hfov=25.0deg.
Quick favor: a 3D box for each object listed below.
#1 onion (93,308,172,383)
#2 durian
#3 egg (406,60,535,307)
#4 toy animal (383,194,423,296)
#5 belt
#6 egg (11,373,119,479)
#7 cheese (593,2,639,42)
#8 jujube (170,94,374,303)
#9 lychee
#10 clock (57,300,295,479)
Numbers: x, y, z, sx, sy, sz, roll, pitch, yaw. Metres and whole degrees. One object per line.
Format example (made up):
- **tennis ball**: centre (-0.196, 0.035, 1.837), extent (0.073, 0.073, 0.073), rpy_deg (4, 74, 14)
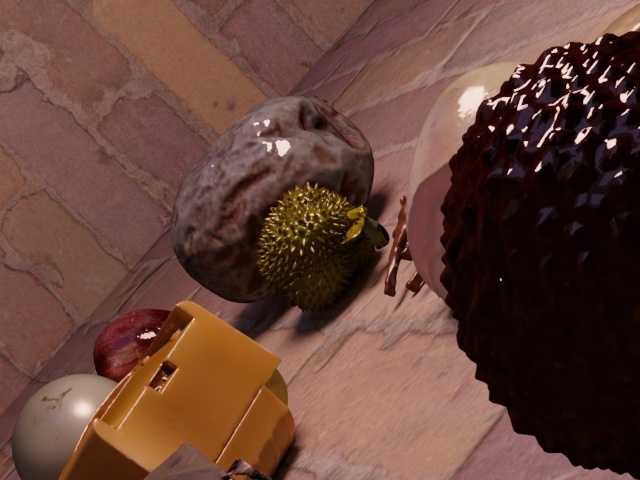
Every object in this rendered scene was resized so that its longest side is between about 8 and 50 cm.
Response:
- **onion**: centre (-0.231, 0.163, 2.083), extent (0.195, 0.159, 0.159), rpy_deg (-32, 17, 20)
- **durian**: centre (-0.012, 0.008, 1.849), extent (0.159, 0.146, 0.198), rpy_deg (-51, 0, -2)
- **egg**: centre (0.170, -0.083, 1.440), extent (0.271, 0.162, 0.206), rpy_deg (-35, 31, 28)
- **toy animal**: centre (0.118, -0.017, 1.717), extent (0.224, 0.066, 0.230), rpy_deg (120, 171, -45)
- **belt**: centre (-0.087, 0.262, 1.308), extent (0.126, 0.139, 0.230), rpy_deg (-49, 17, -12)
- **egg**: centre (-0.326, 0.274, 1.953), extent (0.183, 0.183, 0.264), rpy_deg (-51, 8, -22)
- **cheese**: centre (0.271, -0.075, 1.150), extent (0.248, 0.173, 0.251), rpy_deg (-33, 23, 42)
- **jujube**: centre (-0.071, -0.048, 2.040), extent (0.308, 0.215, 0.246), rpy_deg (-53, -24, 24)
- **lychee**: centre (0.208, -0.001, 0.892), extent (0.276, 0.275, 0.304), rpy_deg (-90, 24, -73)
- **clock**: centre (-0.181, 0.248, 1.600), extent (0.317, 0.200, 0.244), rpy_deg (-44, 7, 48)
